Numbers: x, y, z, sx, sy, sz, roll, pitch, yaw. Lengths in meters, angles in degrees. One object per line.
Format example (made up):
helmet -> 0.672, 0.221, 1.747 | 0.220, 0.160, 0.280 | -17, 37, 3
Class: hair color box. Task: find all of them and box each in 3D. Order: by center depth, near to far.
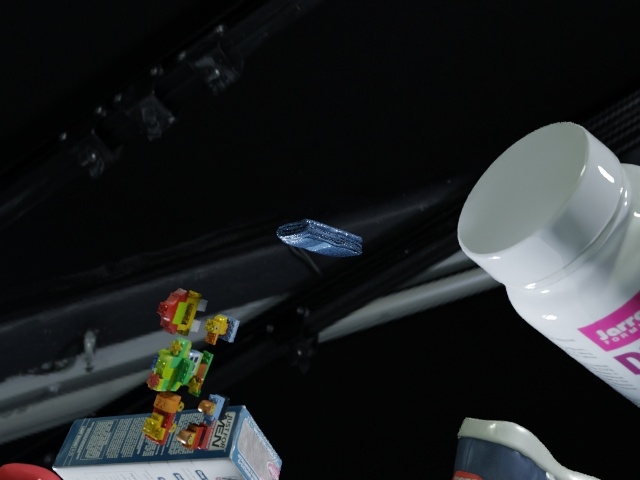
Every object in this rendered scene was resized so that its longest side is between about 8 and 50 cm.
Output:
hair color box -> -0.262, 0.389, 1.253 | 0.348, 0.105, 0.173 | -9, -50, 20

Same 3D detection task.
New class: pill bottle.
pill bottle -> 0.264, 0.036, 0.619 | 0.283, 0.160, 0.160 | 35, -72, -19

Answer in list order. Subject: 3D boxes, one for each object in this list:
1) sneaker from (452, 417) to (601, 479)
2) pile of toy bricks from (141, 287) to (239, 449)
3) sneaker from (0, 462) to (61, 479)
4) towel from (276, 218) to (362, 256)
sneaker -> 0.299, 0.377, 0.989 | 0.350, 0.148, 0.131 | 35, -27, -24
pile of toy bricks -> -0.189, 0.177, 0.958 | 0.105, 0.118, 0.212 | 22, -95, -60
sneaker -> -0.243, 0.184, 0.341 | 0.279, 0.107, 0.118 | -15, -59, -57
towel -> 0.000, 0.000, 1.019 | 0.067, 0.029, 0.119 | -12, -20, 42
